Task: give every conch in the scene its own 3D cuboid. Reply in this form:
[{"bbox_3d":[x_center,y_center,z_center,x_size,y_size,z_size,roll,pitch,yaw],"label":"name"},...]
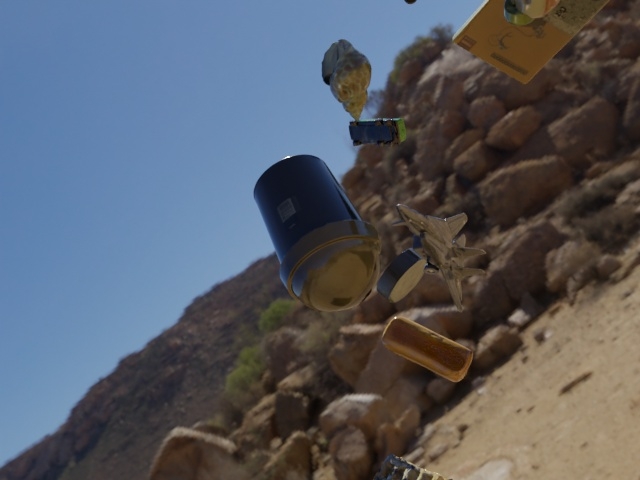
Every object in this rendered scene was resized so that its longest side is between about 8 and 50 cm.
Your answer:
[{"bbox_3d":[0.067,-0.390,1.949,0.116,0.172,0.106,-38,-34,19],"label":"conch"}]

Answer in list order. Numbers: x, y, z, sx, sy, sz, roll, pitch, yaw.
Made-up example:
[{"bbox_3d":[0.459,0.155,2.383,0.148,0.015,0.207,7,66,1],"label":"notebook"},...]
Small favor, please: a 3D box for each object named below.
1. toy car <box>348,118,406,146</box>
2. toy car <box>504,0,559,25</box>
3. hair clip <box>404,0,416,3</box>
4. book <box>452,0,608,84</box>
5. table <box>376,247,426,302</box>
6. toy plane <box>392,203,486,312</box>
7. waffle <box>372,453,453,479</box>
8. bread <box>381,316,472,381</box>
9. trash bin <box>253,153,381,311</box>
[{"bbox_3d":[0.146,-0.283,2.148,0.165,0.071,0.063,6,24,43],"label":"toy car"},{"bbox_3d":[0.439,-0.560,1.644,0.235,0.235,0.145,-35,-33,-11],"label":"toy car"},{"bbox_3d":[0.278,-0.715,2.154,0.229,0.039,0.070,-61,-8,-25],"label":"hair clip"},{"bbox_3d":[0.570,-0.604,2.183,0.389,0.269,0.032,-48,27,41],"label":"book"},{"bbox_3d":[0.191,0.082,1.932,0.133,0.043,0.133,-39,-24,-22],"label":"table"},{"bbox_3d":[0.203,0.000,1.550,0.088,0.212,0.267,-16,-35,40],"label":"toy plane"},{"bbox_3d":[0.120,0.610,1.602,0.376,0.114,0.261,-55,11,-14],"label":"waffle"},{"bbox_3d":[0.267,0.272,2.051,0.092,0.239,0.074,-56,-34,-13],"label":"bread"},{"bbox_3d":[0.000,0.000,1.680,0.214,0.333,0.214,-18,-38,-15],"label":"trash bin"}]
